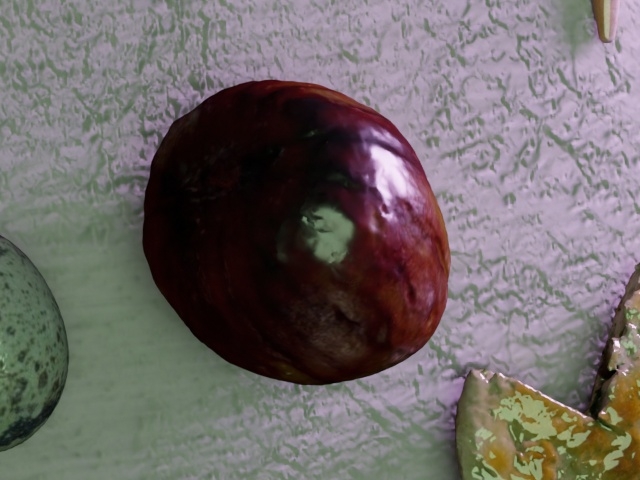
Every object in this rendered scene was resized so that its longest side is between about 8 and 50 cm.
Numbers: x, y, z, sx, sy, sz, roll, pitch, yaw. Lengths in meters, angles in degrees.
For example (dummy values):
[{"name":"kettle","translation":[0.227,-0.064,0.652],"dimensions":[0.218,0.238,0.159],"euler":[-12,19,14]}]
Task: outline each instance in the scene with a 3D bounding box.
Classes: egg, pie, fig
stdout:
[{"name":"egg","translation":[-0.256,0.074,1.449],"dimensions":[0.132,0.132,0.172],"euler":[-5,85,-14]},{"name":"pie","translation":[0.268,0.192,1.619],"dimensions":[0.337,0.075,0.338],"euler":[-1,93,-15]},{"name":"fig","translation":[-0.009,-0.001,1.470],"dimensions":[0.224,0.224,0.263],"euler":[-44,108,-9]}]

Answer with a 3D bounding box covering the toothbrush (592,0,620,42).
[{"name":"toothbrush","translation":[0.241,-0.353,1.613],"dimensions":[0.028,0.037,0.375],"euler":[-1,95,-12]}]
